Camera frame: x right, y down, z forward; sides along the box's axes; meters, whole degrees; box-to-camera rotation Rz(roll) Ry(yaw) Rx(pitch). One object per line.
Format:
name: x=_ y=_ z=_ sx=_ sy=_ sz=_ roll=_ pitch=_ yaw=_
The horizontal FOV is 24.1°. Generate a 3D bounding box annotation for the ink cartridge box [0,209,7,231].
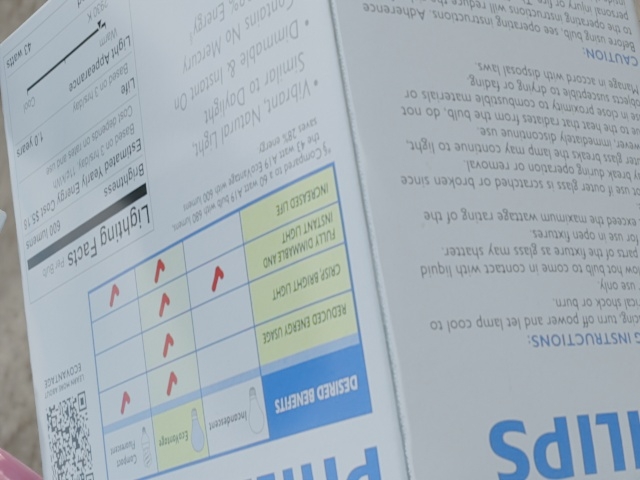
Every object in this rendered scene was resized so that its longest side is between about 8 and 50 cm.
ink cartridge box: x=-0.239 y=0.006 z=0.788 sx=0.062 sy=0.109 sz=0.209 roll=-14 pitch=49 yaw=51

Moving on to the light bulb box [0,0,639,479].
light bulb box: x=0.000 y=0.000 z=0.853 sx=0.358 sy=0.225 sz=0.361 roll=-25 pitch=69 yaw=51

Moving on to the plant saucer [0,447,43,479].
plant saucer: x=-0.257 y=0.281 z=1.077 sx=0.332 sy=0.084 sz=0.332 roll=18 pitch=127 yaw=25
